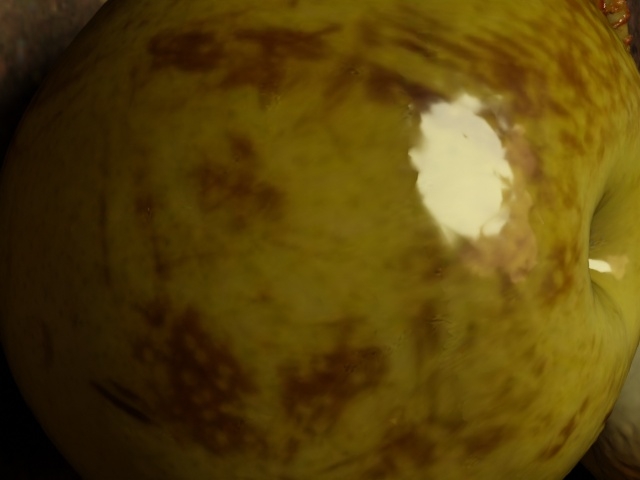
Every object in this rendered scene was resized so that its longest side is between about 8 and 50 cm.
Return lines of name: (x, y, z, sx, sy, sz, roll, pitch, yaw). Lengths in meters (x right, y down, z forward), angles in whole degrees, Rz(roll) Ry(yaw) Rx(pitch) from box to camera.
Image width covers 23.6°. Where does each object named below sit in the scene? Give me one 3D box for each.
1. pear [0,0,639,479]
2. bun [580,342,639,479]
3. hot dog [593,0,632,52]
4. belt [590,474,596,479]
pear: (0.000, 0.000, 0.624, 0.281, 0.281, 0.280, 5, 84, -57)
bun: (0.259, 0.119, 1.030, 0.299, 0.299, 0.165, -4, 121, -57)
hot dog: (0.163, -0.187, 1.058, 0.104, 0.076, 0.250, -57, 131, -43)
belt: (0.180, 0.217, 1.058, 0.302, 0.072, 0.087, -14, 102, -56)
